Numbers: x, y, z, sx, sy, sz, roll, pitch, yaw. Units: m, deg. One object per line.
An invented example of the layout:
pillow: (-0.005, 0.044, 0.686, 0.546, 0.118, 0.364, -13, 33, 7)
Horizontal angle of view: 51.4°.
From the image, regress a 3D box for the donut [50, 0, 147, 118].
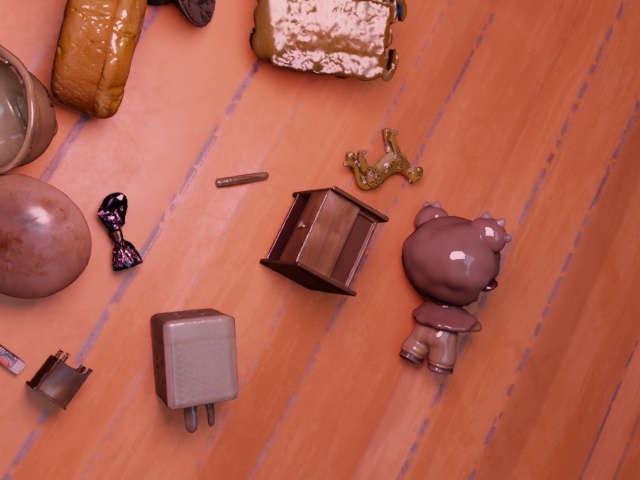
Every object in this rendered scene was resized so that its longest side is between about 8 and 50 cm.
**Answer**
donut: (-0.388, -0.351, 1.170, 0.128, 0.208, 0.261, 14, 95, -19)

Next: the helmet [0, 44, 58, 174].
helmet: (-0.543, -0.228, 1.150, 0.204, 0.137, 0.257, -38, 81, 17)

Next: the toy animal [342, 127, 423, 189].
toy animal: (0.137, -0.163, 1.507, 0.181, 0.073, 0.136, -34, 112, -24)

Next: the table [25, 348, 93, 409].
table: (-0.476, 0.249, 1.214, 0.070, 0.083, 0.082, 43, 67, -23)

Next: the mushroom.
mushroom: (-0.509, -0.011, 1.148, 0.226, 0.178, 0.226, 0, 127, 0)

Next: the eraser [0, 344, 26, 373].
eraser: (-0.579, 0.203, 1.198, 0.099, 0.019, 0.027, 45, 73, -20)

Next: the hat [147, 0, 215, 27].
hat: (-0.298, -0.520, 1.258, 0.128, 0.265, 0.266, -10, 96, 12)

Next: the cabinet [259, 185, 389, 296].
cabinet: (0.000, 0.000, 1.361, 0.148, 0.215, 0.175, 30, 78, -22)

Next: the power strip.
power strip: (-0.244, 0.253, 1.292, 0.139, 0.140, 0.224, -4, 93, -26)

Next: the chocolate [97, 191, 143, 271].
chocolate: (-0.388, -0.016, 1.270, 0.070, 0.072, 0.147, -17, 90, 17)

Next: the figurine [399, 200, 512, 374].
figurine: (0.279, 0.107, 1.510, 0.203, 0.248, 0.381, 4, 101, -44)

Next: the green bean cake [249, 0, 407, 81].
green bean cake: (0.023, -0.482, 1.348, 0.310, 0.202, 0.285, 12, 107, -3)

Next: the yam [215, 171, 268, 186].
yam: (-0.163, -0.128, 1.390, 0.116, 0.021, 0.021, -11, 95, -24)
